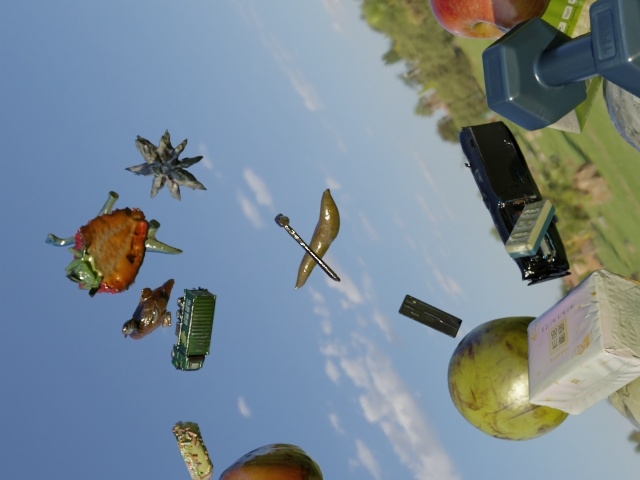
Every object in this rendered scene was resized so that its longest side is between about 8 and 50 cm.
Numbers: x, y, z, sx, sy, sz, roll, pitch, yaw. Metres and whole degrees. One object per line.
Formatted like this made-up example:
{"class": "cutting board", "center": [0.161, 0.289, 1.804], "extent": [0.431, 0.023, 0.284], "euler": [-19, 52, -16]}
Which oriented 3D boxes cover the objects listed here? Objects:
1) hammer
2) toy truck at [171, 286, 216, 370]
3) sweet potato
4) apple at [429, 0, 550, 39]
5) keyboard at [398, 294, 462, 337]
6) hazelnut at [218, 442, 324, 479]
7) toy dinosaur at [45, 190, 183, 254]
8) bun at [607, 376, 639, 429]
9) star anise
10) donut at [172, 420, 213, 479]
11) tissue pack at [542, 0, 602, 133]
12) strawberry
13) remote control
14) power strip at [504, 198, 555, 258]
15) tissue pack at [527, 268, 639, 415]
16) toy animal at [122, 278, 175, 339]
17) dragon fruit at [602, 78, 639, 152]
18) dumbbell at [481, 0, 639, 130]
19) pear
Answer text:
{"class": "hammer", "center": [-0.023, 0.018, 1.720], "extent": [0.178, 0.021, 0.065], "euler": [48, 173, -8]}
{"class": "toy truck", "center": [-0.394, 0.277, 2.771], "extent": [0.088, 0.259, 0.121], "euler": [2, -168, -33]}
{"class": "sweet potato", "center": [0.001, 0.002, 2.059], "extent": [0.059, 0.250, 0.069], "euler": [35, -155, 34]}
{"class": "apple", "center": [0.329, -0.512, 1.713], "extent": [0.242, 0.242, 0.241], "euler": [12, -97, -72]}
{"class": "keyboard", "center": [0.269, 0.186, 2.195], "extent": [0.155, 0.053, 0.010], "euler": [25, 176, -1]}
{"class": "hazelnut", "center": [-0.094, 0.479, 1.753], "extent": [0.210, 0.186, 0.210], "euler": [34, 154, 19]}
{"class": "toy dinosaur", "center": [-0.425, 0.008, 1.871], "extent": [0.247, 0.188, 0.075], "euler": [32, -147, -21]}
{"class": "bun", "center": [0.697, 0.219, 1.757], "extent": [0.234, 0.326, 0.362], "euler": [49, 172, 8]}
{"class": "star anise", "center": [-0.382, -0.177, 2.208], "extent": [0.205, 0.180, 0.061], "euler": [57, -167, -17]}
{"class": "donut", "center": [-0.321, 0.536, 2.288], "extent": [0.174, 0.068, 0.175], "euler": [157, 90, -77]}
{"class": "tissue pack", "center": [0.557, -0.417, 2.046], "extent": [0.167, 0.275, 0.200], "euler": [18, 171, 26]}
{"class": "strawberry", "center": [-0.389, 0.023, 1.620], "extent": [0.140, 0.085, 0.192], "euler": [20, -120, -39]}
{"class": "remote control", "center": [0.418, -0.094, 1.952], "extent": [0.062, 0.144, 0.399], "euler": [106, 148, -61]}
{"class": "power strip", "center": [0.383, -0.023, 1.640], "extent": [0.032, 0.056, 0.123], "euler": [49, -125, -24]}
{"class": "tissue pack", "center": [0.493, 0.192, 1.675], "extent": [0.124, 0.225, 0.185], "euler": [19, -129, -15]}
{"class": "toy animal", "center": [-0.452, 0.181, 2.370], "extent": [0.089, 0.188, 0.179], "euler": [31, -173, 15]}
{"class": "dragon fruit", "center": [0.674, -0.299, 1.835], "extent": [0.221, 0.204, 0.283], "euler": [43, -163, 6]}
{"class": "dumbbell", "center": [0.349, -0.240, 1.171], "extent": [0.160, 0.144, 0.325], "euler": [27, 167, -18]}
{"class": "pear", "center": [0.414, 0.287, 1.915], "extent": [0.284, 0.283, 0.284], "euler": [55, -166, -21]}
